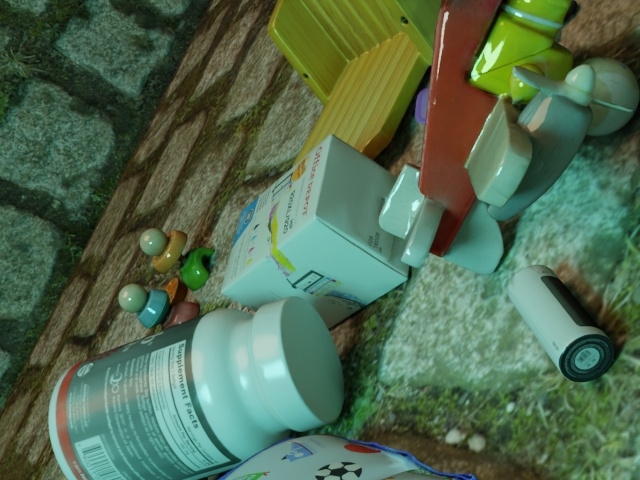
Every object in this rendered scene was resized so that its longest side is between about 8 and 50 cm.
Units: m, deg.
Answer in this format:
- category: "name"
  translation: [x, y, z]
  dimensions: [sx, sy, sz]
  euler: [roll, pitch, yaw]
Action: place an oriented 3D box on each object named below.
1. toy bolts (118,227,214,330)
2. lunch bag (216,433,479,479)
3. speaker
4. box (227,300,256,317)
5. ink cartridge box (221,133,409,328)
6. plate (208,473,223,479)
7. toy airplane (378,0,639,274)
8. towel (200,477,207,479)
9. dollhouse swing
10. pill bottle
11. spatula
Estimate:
- category: "toy bolts"
  translation: [-0.354, 0.104, 1.899]
  dimensions: [0.218, 0.159, 0.228]
  euler: [-43, 28, 35]
- category: "lunch bag"
  translation: [-0.030, 0.352, 0.828]
  dimensions: [0.385, 0.239, 0.328]
  euler: [-43, 15, -21]
- category: "speaker"
  translation: [0.230, 0.078, 0.867]
  dimensions: [0.055, 0.055, 0.136]
  euler: [-53, 23, 16]
- category: "box"
  translation: [-0.125, 0.160, 1.521]
  dimensions: [0.114, 0.036, 0.207]
  euler: [-50, 25, 22]
- category: "ink cartridge box"
  translation: [0.000, 0.000, 1.286]
  dimensions: [0.233, 0.168, 0.171]
  euler: [-37, 31, 41]
- category: "plate"
  translation: [-0.181, 0.346, 1.428]
  dimensions: [0.188, 0.024, 0.188]
  euler: [-45, 26, 30]
- category: "toy airplane"
  translation: [0.206, -0.138, 0.979]
  dimensions: [0.384, 0.273, 0.385]
  euler: [81, -165, -63]
- category: "towel"
  translation: [-0.242, 0.480, 1.202]
  dimensions: [0.312, 0.056, 0.324]
  euler: [-61, 10, 4]
- category: "dollhouse swing"
  translation: [0.015, -0.319, 1.517]
  dimensions: [0.305, 0.315, 0.347]
  euler: [-47, 17, -25]
- category: "pill bottle"
  translation: [-0.165, 0.213, 1.206]
  dimensions: [0.363, 0.210, 0.210]
  euler: [-21, 38, 20]
- category: "spatula"
  translation: [0.244, -0.253, 1.270]
  dimensions: [0.296, 0.030, 0.084]
  euler: [-34, 35, 45]
